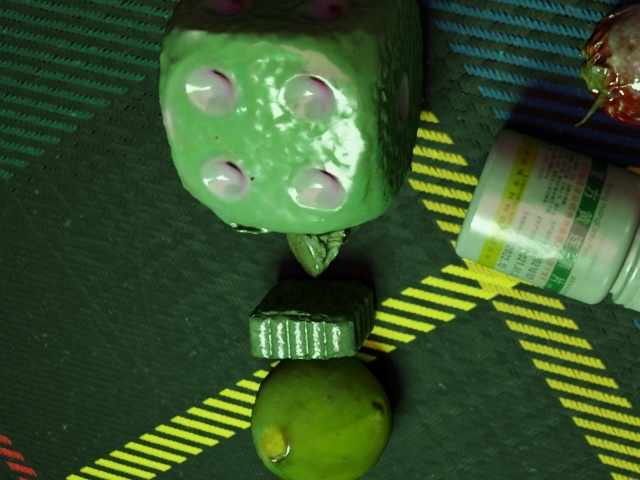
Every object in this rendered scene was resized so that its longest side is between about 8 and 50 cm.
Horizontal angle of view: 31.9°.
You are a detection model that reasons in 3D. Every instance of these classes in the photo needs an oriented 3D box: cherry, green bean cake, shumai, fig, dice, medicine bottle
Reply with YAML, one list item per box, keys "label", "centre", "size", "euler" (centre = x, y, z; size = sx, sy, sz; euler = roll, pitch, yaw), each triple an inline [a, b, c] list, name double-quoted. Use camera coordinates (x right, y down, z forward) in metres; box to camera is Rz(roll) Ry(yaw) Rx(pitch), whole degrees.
- label: "cherry"
  centre: [0.489, -0.244, 1.568]
  size: [0.249, 0.175, 0.192]
  euler: [2, 149, 6]
- label: "green bean cake"
  centre: [-0.013, 0.131, 1.861]
  size: [0.183, 0.185, 0.094]
  euler: [2, 110, 17]
- label: "shumai"
  centre: [-0.001, -0.001, 1.869]
  size: [0.087, 0.124, 0.099]
  euler: [-32, 80, -14]
- label: "fig"
  centre: [-0.007, 0.310, 1.889]
  size: [0.239, 0.271, 0.239]
  euler: [9, 109, 26]
- label: "dice"
  centre: [-0.035, -0.218, 1.625]
  size: [0.330, 0.318, 0.322]
  euler: [5, 125, 17]
- label: "medicine bottle"
  centre: [0.391, -0.018, 1.671]
  size: [0.339, 0.208, 0.208]
  euler: [20, 116, 7]
